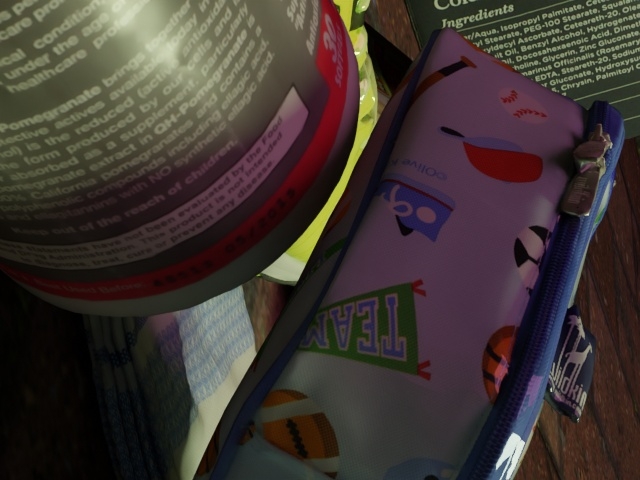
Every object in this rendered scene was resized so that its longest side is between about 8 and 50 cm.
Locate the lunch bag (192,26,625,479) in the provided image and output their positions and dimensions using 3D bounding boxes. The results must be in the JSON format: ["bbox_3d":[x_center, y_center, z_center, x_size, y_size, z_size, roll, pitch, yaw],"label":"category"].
[{"bbox_3d":[0.028,0.066,0.769,0.303,0.115,0.243,-65,179,42],"label":"lunch bag"}]

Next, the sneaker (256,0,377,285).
[{"bbox_3d":[-0.024,-0.113,0.881,0.384,0.147,0.145,57,20,-47],"label":"sneaker"}]

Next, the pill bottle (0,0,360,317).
[{"bbox_3d":[-0.112,-0.114,0.618,0.318,0.176,0.176,56,30,-57],"label":"pill bottle"}]

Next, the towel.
[{"bbox_3d":[-0.074,0.030,0.937,0.209,0.034,0.285,-53,132,-69],"label":"towel"}]

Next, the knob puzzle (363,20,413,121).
[{"bbox_3d":[-0.009,-0.122,1.100,0.213,0.030,0.213,37,19,-15],"label":"knob puzzle"}]

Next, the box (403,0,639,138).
[{"bbox_3d":[0.113,-0.274,1.118,0.343,0.179,0.312,-96,167,-47],"label":"box"}]
